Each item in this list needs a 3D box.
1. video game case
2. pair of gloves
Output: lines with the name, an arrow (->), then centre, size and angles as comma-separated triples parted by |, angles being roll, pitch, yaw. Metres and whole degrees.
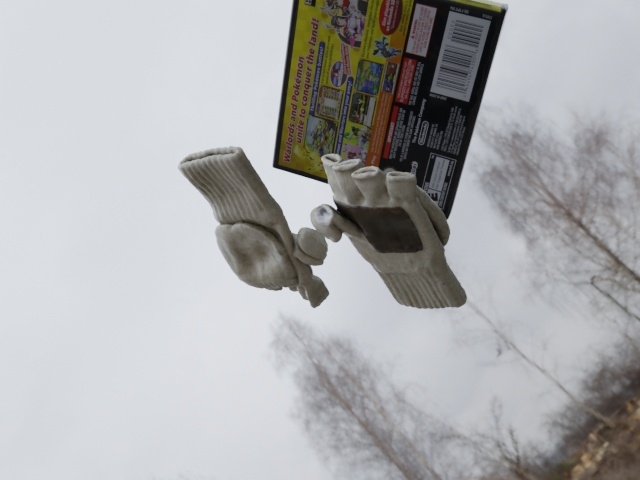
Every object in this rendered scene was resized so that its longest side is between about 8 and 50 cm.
video game case -> 0.073, -0.182, 0.926 | 0.035, 0.248, 0.275 | -55, -21, -55
pair of gloves -> 0.000, 0.000, 0.685 | 0.042, 0.240, 0.204 | -67, -32, -35
